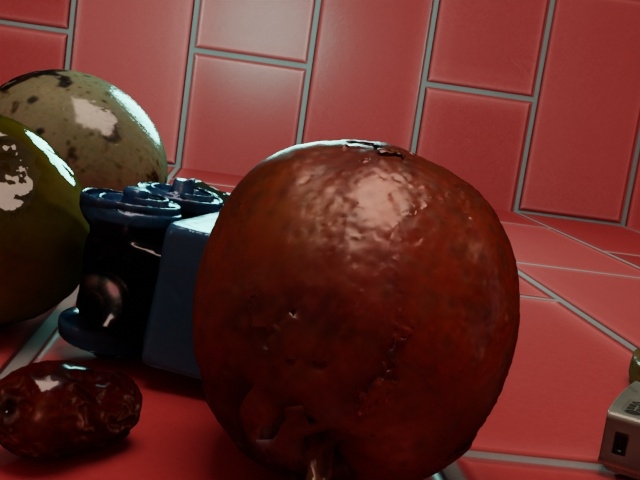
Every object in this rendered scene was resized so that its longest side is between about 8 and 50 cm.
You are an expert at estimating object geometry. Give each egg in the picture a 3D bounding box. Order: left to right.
[{"bbox_3d":[-0.403,-0.125,1.477,0.379,0.287,0.288,33,22,37],"label":"egg"}]

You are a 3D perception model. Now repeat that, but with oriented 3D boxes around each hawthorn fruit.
[{"bbox_3d":[0.020,0.083,0.703,0.276,0.276,0.307,9,38,4],"label":"hawthorn fruit"}]

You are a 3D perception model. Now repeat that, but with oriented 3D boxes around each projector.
[{"bbox_3d":[0.332,0.186,0.857,0.115,0.061,0.147,11,9,28],"label":"projector"}]

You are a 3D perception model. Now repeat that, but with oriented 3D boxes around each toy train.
[{"bbox_3d":[-0.123,0.042,0.993,0.265,0.188,0.300,14,8,9],"label":"toy train"}]

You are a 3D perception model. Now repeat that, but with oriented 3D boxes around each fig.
[{"bbox_3d":[-0.358,-0.007,1.001,0.239,0.239,0.271,14,-16,36],"label":"fig"}]

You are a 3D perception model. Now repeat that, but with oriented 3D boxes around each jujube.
[{"bbox_3d":[-0.194,0.128,0.709,0.077,0.077,0.129,14,5,33],"label":"jujube"}]

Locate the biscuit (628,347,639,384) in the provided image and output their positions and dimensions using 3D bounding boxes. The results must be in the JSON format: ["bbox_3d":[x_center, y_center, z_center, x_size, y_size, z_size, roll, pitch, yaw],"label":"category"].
[{"bbox_3d":[0.565,0.180,1.116,0.368,0.063,0.314,7,10,0],"label":"biscuit"}]

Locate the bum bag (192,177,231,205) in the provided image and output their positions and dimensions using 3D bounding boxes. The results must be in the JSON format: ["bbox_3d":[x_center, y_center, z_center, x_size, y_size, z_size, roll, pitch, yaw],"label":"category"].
[{"bbox_3d":[-0.196,-0.030,1.633,0.142,0.079,0.326,35,15,-10],"label":"bum bag"}]
